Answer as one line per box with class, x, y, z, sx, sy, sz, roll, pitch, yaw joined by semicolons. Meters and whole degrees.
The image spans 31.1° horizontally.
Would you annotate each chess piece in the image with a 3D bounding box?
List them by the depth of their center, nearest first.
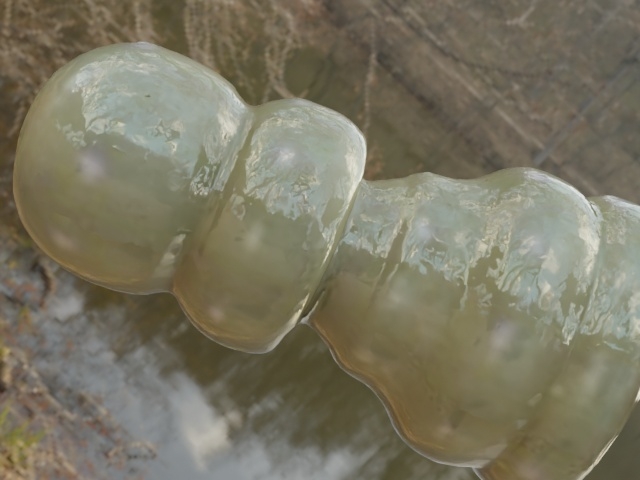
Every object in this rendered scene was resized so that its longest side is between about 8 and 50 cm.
chess piece;0.000;0.000;0.562;0.299;0.167;0.167;24;14;-6
